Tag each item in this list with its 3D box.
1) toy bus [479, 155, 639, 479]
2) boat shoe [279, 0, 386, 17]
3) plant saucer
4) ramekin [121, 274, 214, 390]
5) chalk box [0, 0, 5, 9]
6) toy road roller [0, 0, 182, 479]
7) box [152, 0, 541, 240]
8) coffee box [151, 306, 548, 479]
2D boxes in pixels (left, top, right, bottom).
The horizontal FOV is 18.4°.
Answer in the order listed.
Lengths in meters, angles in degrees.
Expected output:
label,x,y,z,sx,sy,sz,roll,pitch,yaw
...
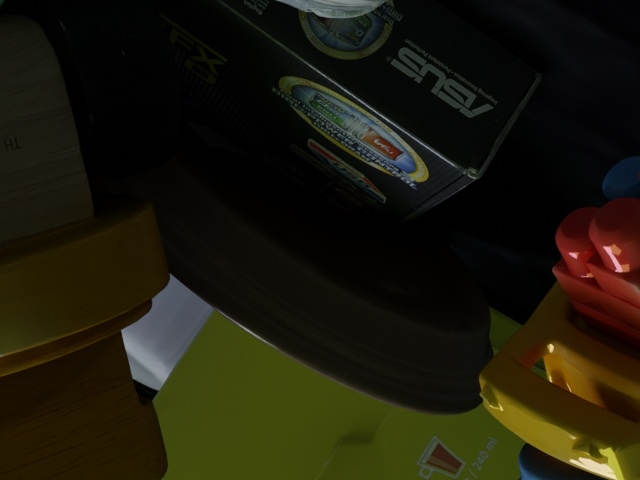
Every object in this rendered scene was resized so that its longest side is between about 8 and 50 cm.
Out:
label,x,y,z,sx,sy,sz,roll,pitch,yaw
toy bus,0.140,0.067,0.805,0.149,0.220,0.211,28,162,48
boat shoe,-0.097,-0.177,0.685,0.320,0.118,0.103,29,165,-11
plant saucer,-0.014,-0.009,1.068,0.278,0.041,0.278,32,-163,-11
ramekin,-0.179,0.004,1.589,0.277,0.135,0.277,31,168,7
chalk box,-0.235,-0.108,1.286,0.132,0.132,0.213,23,165,40
toy road roller,-0.196,0.016,0.930,0.329,0.202,0.241,5,110,59
box,-0.045,-0.110,0.947,0.270,0.060,0.216,34,169,-5
coffee box,0.056,0.231,1.375,0.338,0.338,0.334,30,169,20
